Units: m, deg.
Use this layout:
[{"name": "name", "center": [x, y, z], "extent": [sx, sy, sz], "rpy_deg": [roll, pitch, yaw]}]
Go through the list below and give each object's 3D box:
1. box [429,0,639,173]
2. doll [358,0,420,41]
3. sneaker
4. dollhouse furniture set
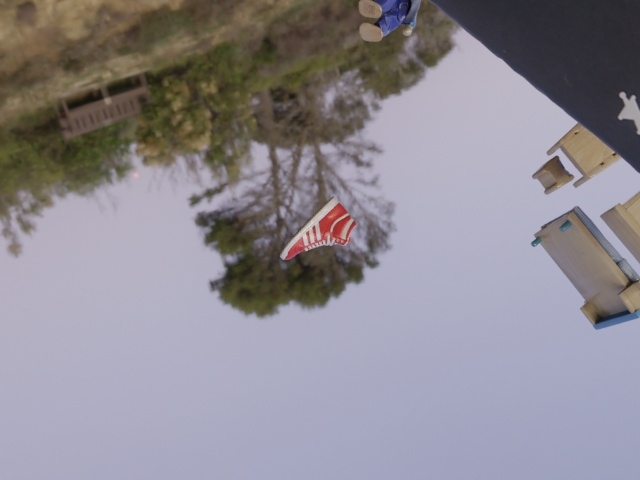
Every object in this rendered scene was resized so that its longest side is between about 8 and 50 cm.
[{"name": "box", "center": [0.310, -0.319, 0.580], "extent": [0.297, 0.479, 0.472], "rpy_deg": [-20, -123, -39]}, {"name": "doll", "center": [0.126, -0.379, 1.401], "extent": [0.046, 0.129, 0.189], "rpy_deg": [17, -142, 28]}, {"name": "sneaker", "center": [0.000, 0.000, 1.300], "extent": [0.118, 0.067, 0.042], "rpy_deg": [-45, -178, 10]}, {"name": "dollhouse furniture set", "center": [0.463, -0.047, 1.397], "extent": [0.198, 0.286, 0.303], "rpy_deg": [-36, 174, -18]}]
